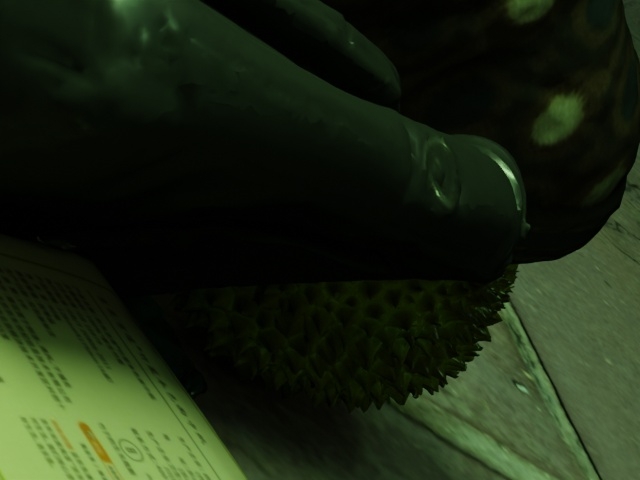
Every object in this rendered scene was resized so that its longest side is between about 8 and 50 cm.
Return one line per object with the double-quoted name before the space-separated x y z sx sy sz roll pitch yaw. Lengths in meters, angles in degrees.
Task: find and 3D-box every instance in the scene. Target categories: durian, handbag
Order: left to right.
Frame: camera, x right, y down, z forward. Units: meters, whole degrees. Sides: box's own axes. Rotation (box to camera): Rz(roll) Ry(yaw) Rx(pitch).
"handbag" -0.095 -0.030 0.597 0.244 0.275 0.088 24 64 -53
"durian" 0.006 0.013 0.880 0.198 0.146 0.159 -5 52 -50

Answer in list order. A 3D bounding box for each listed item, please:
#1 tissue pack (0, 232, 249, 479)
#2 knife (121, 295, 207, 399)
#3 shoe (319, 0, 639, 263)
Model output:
"tissue pack" -0.084 0.110 0.475 0.234 0.125 0.159 51 18 28
"knife" -0.145 -0.028 0.834 0.296 0.026 0.044 48 30 16
"shoe" 0.033 -0.142 0.719 0.384 0.237 0.171 23 30 -37
